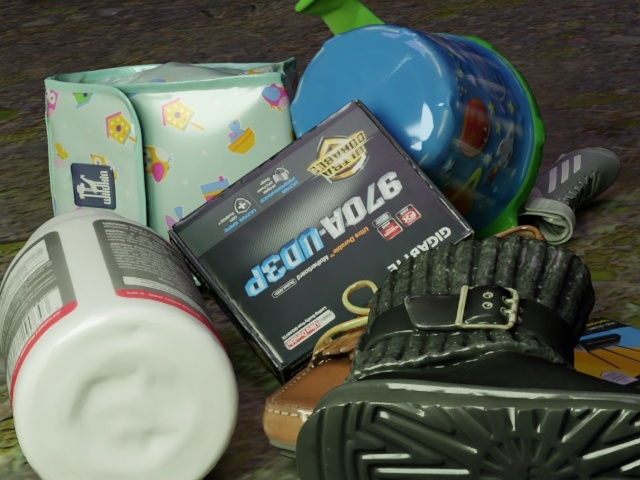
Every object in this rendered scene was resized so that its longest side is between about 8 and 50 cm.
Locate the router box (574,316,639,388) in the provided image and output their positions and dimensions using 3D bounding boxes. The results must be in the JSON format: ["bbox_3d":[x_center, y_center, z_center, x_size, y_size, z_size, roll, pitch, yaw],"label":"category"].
[{"bbox_3d":[0.242,0.112,1.589,0.133,0.046,0.179,19,17,33],"label":"router box"}]

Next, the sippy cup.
[{"bbox_3d":[0.083,-0.114,1.916,0.305,0.240,0.224,22,1,23],"label":"sippy cup"}]

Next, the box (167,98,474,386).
[{"bbox_3d":[0.000,0.000,1.741,0.220,0.051,0.175,-35,69,-12],"label":"box"}]

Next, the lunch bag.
[{"bbox_3d":[-0.149,-0.067,1.943,0.262,0.223,0.160,-3,14,4],"label":"lunch bag"}]

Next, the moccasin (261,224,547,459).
[{"bbox_3d":[0.087,0.082,1.611,0.139,0.147,0.380,15,27,40],"label":"moccasin"}]

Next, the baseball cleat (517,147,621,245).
[{"bbox_3d":[0.258,-0.039,2.055,0.206,0.072,0.109,-19,39,-27],"label":"baseball cleat"}]

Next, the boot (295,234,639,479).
[{"bbox_3d":[0.173,0.106,1.338,0.348,0.131,0.260,11,26,16],"label":"boot"}]

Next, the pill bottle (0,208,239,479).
[{"bbox_3d":[-0.180,0.082,1.613,0.176,0.176,0.318,-7,21,-11],"label":"pill bottle"}]
